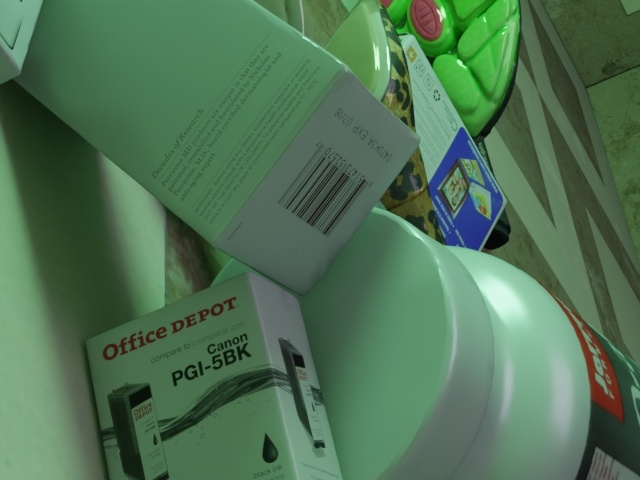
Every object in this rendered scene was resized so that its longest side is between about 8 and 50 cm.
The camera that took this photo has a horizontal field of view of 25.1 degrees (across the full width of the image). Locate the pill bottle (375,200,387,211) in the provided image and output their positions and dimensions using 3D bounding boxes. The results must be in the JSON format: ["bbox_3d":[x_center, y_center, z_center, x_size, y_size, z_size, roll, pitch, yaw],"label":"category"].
[{"bbox_3d":[0.000,0.000,0.944,0.160,0.087,0.087,10,59,-80],"label":"pill bottle"}]

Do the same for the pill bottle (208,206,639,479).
[{"bbox_3d":[0.092,0.127,0.863,0.363,0.210,0.210,35,36,-49],"label":"pill bottle"}]

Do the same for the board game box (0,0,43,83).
[{"bbox_3d":[-0.198,-0.224,0.713,0.193,0.053,0.305,57,20,-34],"label":"board game box"}]

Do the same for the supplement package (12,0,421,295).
[{"bbox_3d":[-0.058,-0.072,0.730,0.179,0.105,0.105,38,3,28],"label":"supplement package"}]

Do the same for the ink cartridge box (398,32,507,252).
[{"bbox_3d":[0.072,-0.039,1.262,0.206,0.045,0.208,57,46,-30],"label":"ink cartridge box"}]

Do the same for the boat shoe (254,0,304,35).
[{"bbox_3d":[-0.075,-0.175,0.895,0.097,0.116,0.324,-143,-136,-89],"label":"boat shoe"}]

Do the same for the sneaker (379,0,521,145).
[{"bbox_3d":[0.143,-0.271,1.588,0.202,0.185,0.483,47,28,-41],"label":"sneaker"}]

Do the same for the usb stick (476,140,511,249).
[{"bbox_3d":[0.169,-0.121,1.711,0.077,0.045,0.278,41,31,-57],"label":"usb stick"}]

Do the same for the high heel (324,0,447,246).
[{"bbox_3d":[0.061,-0.051,1.155,0.186,0.093,0.261,32,58,-46],"label":"high heel"}]

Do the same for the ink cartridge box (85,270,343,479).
[{"bbox_3d":[-0.049,0.096,0.687,0.056,0.099,0.135,35,36,-59],"label":"ink cartridge box"}]
